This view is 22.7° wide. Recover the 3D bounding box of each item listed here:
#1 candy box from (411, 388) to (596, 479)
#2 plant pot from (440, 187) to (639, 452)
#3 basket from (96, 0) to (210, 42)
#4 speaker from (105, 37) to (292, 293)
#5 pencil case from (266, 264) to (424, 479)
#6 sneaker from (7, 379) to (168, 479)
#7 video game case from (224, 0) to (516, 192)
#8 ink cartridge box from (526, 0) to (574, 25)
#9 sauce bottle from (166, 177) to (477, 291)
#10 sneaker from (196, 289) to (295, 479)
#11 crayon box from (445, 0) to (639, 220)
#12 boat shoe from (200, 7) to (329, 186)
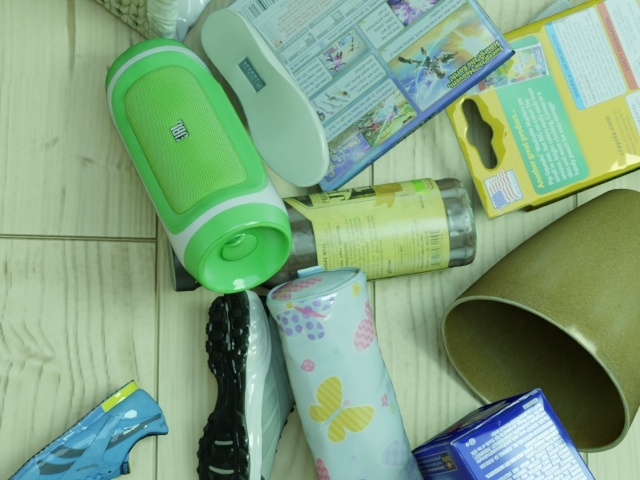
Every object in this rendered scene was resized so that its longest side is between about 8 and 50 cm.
[{"bbox_3d":[0.240,0.327,1.688,0.122,0.268,0.317,-30,85,-10],"label":"candy box"},{"bbox_3d":[0.301,0.065,1.792,0.237,0.237,0.254,40,62,1],"label":"plant pot"},{"bbox_3d":[-0.180,-0.444,1.753,0.266,0.331,0.328,32,75,1],"label":"basket"},{"bbox_3d":[-0.136,-0.086,1.730,0.131,0.131,0.296,-20,53,-13],"label":"speaker"},{"bbox_3d":[0.028,0.165,1.724,0.113,0.124,0.273,-13,102,13],"label":"pencil case"},{"bbox_3d":[-0.259,0.242,1.726,0.209,0.069,0.082,-37,90,-15],"label":"sneaker"},{"bbox_3d":[0.045,-0.230,1.830,0.269,0.061,0.244,-37,84,11],"label":"video game case"},{"bbox_3d":[0.307,-0.235,1.942,0.063,0.029,0.115,-39,87,-14],"label":"ink cartridge box"},{"bbox_3d":[0.000,0.000,1.798,0.344,0.111,0.111,-8,79,-10],"label":"sauce bottle"},{"bbox_3d":[-0.067,0.191,1.756,0.108,0.100,0.272,9,84,-39],"label":"sneaker"},{"bbox_3d":[0.311,-0.168,1.872,0.323,0.083,0.203,-21,84,1],"label":"crayon box"},{"bbox_3d":[-0.050,-0.161,1.780,0.079,0.081,0.227,-35,78,18],"label":"boat shoe"}]
